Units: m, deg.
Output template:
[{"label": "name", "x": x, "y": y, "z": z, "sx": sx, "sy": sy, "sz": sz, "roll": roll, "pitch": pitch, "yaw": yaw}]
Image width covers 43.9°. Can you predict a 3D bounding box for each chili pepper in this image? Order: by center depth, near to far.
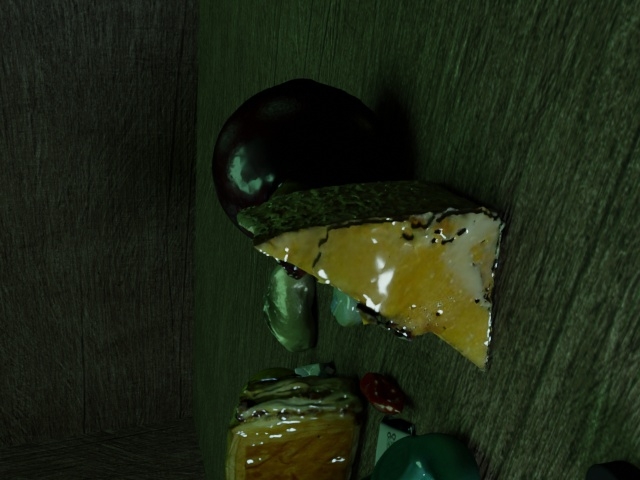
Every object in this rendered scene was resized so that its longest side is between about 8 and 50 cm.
[{"label": "chili pepper", "x": 0.103, "y": 0.264, "z": 1.387, "sx": 0.191, "sy": 0.059, "sz": 0.050, "roll": -153, "pitch": 67, "yaw": -72}]

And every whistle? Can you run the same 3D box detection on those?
[{"label": "whistle", "x": 0.061, "y": 0.085, "z": 1.463, "sx": 0.198, "sy": 0.057, "sz": 0.104, "roll": 109, "pitch": 156, "yaw": -53}]

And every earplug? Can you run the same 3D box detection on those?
[{"label": "earplug", "x": 0.151, "y": 0.408, "z": 1.194, "sx": 0.257, "sy": 0.164, "sz": 0.280, "roll": 10, "pitch": 123, "yaw": 34}]

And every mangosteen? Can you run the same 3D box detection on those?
[{"label": "mangosteen", "x": -0.026, "y": -0.110, "z": 1.269, "sx": 0.293, "sy": 0.296, "sz": 0.297, "roll": -94, "pitch": 3, "yaw": -75}]

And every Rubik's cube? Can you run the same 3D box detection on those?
[{"label": "Rubik's cube", "x": -0.009, "y": 0.305, "z": 1.725, "sx": 0.084, "sy": 0.075, "sz": 0.073, "roll": -15, "pitch": 79, "yaw": 33}]

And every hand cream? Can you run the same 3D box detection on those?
[{"label": "hand cream", "x": 0.118, "y": 0.475, "z": 1.373, "sx": 0.121, "sy": 0.076, "sz": 0.336, "roll": 179, "pitch": 97, "yaw": -68}]

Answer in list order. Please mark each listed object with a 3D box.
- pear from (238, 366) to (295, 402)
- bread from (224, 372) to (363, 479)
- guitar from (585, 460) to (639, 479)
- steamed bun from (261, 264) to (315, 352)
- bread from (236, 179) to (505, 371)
[{"label": "pear", "x": -0.093, "y": 0.384, "z": 1.818, "sx": 0.198, "sy": 0.198, "sz": 0.198, "roll": 174, "pitch": 90, "yaw": -73}, {"label": "bread", "x": -0.066, "y": 0.406, "z": 1.629, "sx": 0.167, "sy": 0.277, "sz": 0.325, "roll": -112, "pitch": 20, "yaw": -53}, {"label": "guitar", "x": 0.295, "y": 0.354, "z": 0.839, "sx": 0.084, "sy": 0.038, "sz": 0.271, "roll": -123, "pitch": 33, "yaw": -59}, {"label": "steamed bun", "x": -0.079, "y": 0.153, "z": 1.854, "sx": 0.231, "sy": 0.110, "sz": 0.213, "roll": 113, "pitch": 147, "yaw": -61}, {"label": "bread", "x": 0.067, "y": 0.058, "z": 1.059, "sx": 0.248, "sy": 0.315, "sz": 0.279, "roll": -130, "pitch": 28, "yaw": -63}]
